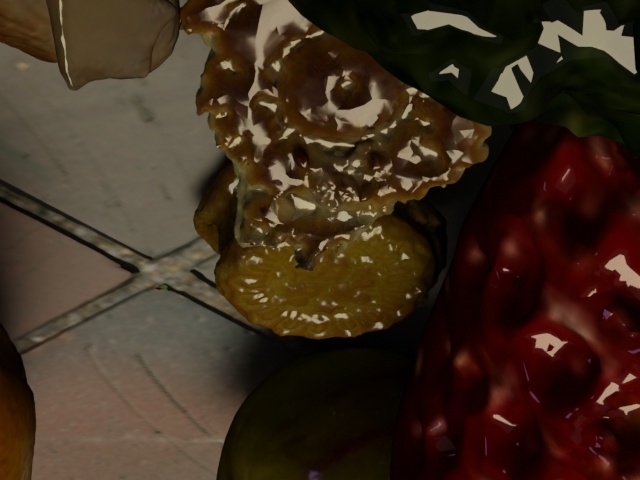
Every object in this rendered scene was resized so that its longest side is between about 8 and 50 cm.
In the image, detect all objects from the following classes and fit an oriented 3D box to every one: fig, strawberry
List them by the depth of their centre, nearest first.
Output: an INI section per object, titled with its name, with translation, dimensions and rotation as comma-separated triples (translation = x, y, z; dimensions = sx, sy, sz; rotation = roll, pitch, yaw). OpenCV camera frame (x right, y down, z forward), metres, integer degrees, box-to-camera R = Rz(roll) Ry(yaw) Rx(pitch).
[strawberry]
translation = 0.179, 0.070, 0.759
dimensions = 0.317, 0.295, 0.345
rotation = -4, 127, 4
[fig]
translation = 0.043, 0.112, 0.946
dimensions = 0.186, 0.148, 0.142
rotation = -31, 152, -13

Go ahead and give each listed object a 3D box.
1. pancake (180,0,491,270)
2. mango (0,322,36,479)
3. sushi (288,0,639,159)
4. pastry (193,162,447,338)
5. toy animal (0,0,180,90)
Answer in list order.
[pancake]
translation = 0.048, -0.079, 0.630
dimensions = 0.266, 0.057, 0.244
rotation = 20, 117, -9
[mango]
translation = -0.215, 0.086, 0.833
dimensions = 0.201, 0.199, 0.350
rotation = 25, 162, 7
[sushi]
translation = 0.152, -0.176, 0.334
dimensions = 0.178, 0.294, 0.352
rotation = 26, 136, -35
[pastry]
translation = 0.000, 0.000, 0.822
dimensions = 0.109, 0.057, 0.097
rotation = -5, 147, -2
[toy animal]
translation = -0.108, -0.118, 0.575
dimensions = 0.179, 0.089, 0.188
rotation = 25, 159, 49
